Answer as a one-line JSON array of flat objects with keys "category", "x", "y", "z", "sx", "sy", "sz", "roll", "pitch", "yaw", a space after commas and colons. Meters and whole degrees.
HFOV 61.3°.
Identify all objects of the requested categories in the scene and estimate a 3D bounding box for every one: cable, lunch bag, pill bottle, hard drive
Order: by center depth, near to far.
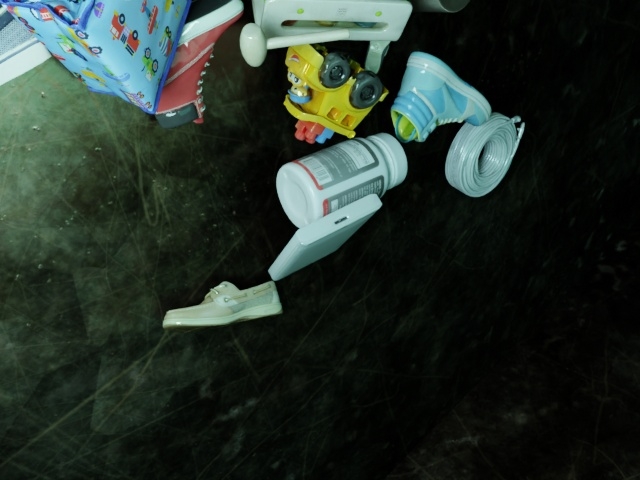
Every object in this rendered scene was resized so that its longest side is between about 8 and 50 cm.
[{"category": "lunch bag", "x": -0.270, "y": -0.375, "z": 0.778, "sx": 0.221, "sy": 0.138, "sz": 0.293, "roll": 66, "pitch": 48, "yaw": -74}, {"category": "hard drive", "x": 0.000, "y": 0.000, "z": 1.241, "sx": 0.203, "sy": 0.040, "sz": 0.307, "roll": -27, "pitch": 171, "yaw": -22}, {"category": "pill bottle", "x": 0.055, "y": -0.145, "z": 1.261, "sx": 0.283, "sy": 0.161, "sz": 0.161, "roll": -25, "pitch": 129, "yaw": -29}, {"category": "cable", "x": 0.485, "y": -0.260, "z": 1.627, "sx": 0.257, "sy": 0.089, "sz": 0.257, "roll": -9, "pitch": 121, "yaw": -37}]

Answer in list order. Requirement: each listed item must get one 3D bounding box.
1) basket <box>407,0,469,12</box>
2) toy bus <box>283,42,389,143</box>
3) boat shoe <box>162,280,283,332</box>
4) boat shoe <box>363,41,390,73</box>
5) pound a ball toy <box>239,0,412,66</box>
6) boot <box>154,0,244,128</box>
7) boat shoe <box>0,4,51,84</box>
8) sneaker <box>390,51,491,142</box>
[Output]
[{"category": "basket", "x": 0.194, "y": -0.543, "z": 1.095, "sx": 0.154, "sy": 0.227, "sz": 0.204, "roll": -55, "pitch": 138, "yaw": 0}, {"category": "toy bus", "x": -0.002, "y": -0.305, "z": 1.146, "sx": 0.220, "sy": 0.149, "sz": 0.211, "roll": 14, "pitch": 120, "yaw": -43}, {"category": "boat shoe", "x": -0.224, "y": 0.148, "z": 1.250, "sx": 0.302, "sy": 0.109, "sz": 0.098, "roll": -4, "pitch": 78, "yaw": -39}, {"category": "boat shoe", "x": 0.134, "y": -0.444, "z": 1.238, "sx": 0.043, "sy": 0.049, "sz": 0.137, "roll": -59, "pitch": 167, "yaw": -76}, {"category": "pound a ball toy", "x": -0.001, "y": -0.402, "z": 0.986, "sx": 0.319, "sy": 0.208, "sz": 0.136, "roll": -6, "pitch": 161, "yaw": -15}, {"category": "boot", "x": -0.218, "y": -0.316, "z": 0.975, "sx": 0.244, "sy": 0.088, "sz": 0.176, "roll": -38, "pitch": 135, "yaw": -7}, {"category": "boat shoe", "x": -0.543, "y": -0.243, "z": 0.716, "sx": 0.340, "sy": 0.127, "sz": 0.158, "roll": -45, "pitch": 131, "yaw": -23}, {"category": "sneaker", "x": 0.300, "y": -0.323, "z": 1.401, "sx": 0.319, "sy": 0.127, "sz": 0.208, "roll": 22, "pitch": 97, "yaw": -37}]
